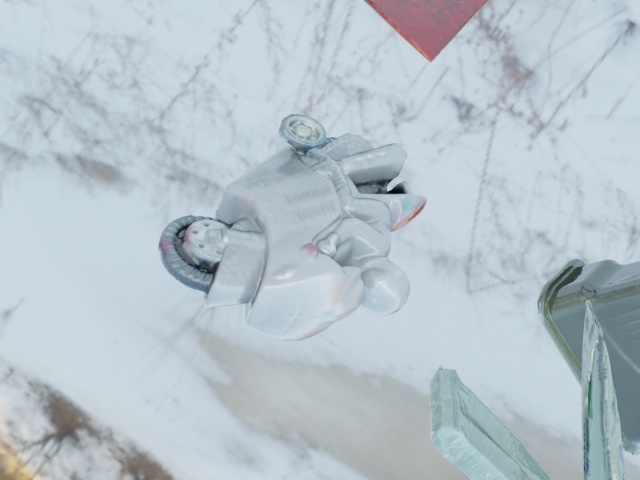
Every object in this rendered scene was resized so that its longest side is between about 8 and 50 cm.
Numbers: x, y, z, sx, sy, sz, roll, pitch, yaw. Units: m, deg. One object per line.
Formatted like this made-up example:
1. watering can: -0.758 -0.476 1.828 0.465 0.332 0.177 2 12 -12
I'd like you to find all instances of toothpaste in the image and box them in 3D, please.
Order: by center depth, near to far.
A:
1. toothpaste: 0.262 0.164 0.977 0.041 0.064 0.218 -7 113 7

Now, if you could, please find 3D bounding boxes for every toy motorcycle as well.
1. toy motorcycle: 0.000 0.000 0.832 0.171 0.260 0.110 40 131 15

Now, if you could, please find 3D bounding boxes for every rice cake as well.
1. rice cake: 0.181 0.227 1.084 0.040 0.085 0.226 -27 123 26

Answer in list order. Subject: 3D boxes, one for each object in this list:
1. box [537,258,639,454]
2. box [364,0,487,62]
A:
1. box: 0.436 0.138 1.394 0.178 0.138 0.274 -26 99 49
2. box: 0.089 -0.401 1.299 0.313 0.197 0.089 41 -167 -12
